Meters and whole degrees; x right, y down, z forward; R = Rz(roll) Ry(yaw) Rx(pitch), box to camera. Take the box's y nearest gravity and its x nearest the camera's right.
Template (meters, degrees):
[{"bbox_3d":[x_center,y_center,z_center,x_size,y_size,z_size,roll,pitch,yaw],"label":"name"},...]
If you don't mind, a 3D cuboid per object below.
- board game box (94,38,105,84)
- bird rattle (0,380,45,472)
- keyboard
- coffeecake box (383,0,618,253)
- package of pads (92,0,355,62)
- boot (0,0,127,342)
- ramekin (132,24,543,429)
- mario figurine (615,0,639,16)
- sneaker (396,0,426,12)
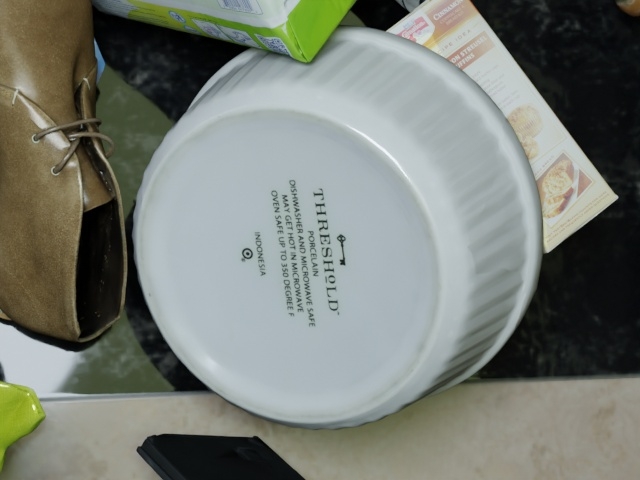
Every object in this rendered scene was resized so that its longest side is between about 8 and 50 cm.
[{"bbox_3d":[-0.230,-0.155,1.186,0.133,0.033,0.168,-20,97,12],"label":"board game box"},{"bbox_3d":[-0.270,0.135,1.081,0.143,0.253,0.207,1,46,-20],"label":"bird rattle"},{"bbox_3d":[0.028,0.221,1.088,0.202,0.317,0.033,9,111,-45],"label":"keyboard"},{"bbox_3d":[0.108,-0.075,1.182,0.068,0.142,0.185,-37,91,-13],"label":"coffeecake box"},{"bbox_3d":[-0.025,-0.269,1.129,0.296,0.229,0.101,-54,134,-19],"label":"package of pads"},{"bbox_3d":[-0.169,-0.077,1.088,0.112,0.115,0.305,-19,120,-40],"label":"boot"},{"bbox_3d":[0.000,0.000,1.096,0.273,0.127,0.272,7,109,21],"label":"ramekin"},{"bbox_3d":[0.373,-0.132,1.204,0.321,0.198,0.170,24,98,-20],"label":"mario figurine"},{"bbox_3d":[0.139,-0.227,1.228,0.226,0.086,0.163,18,73,0],"label":"sneaker"}]
